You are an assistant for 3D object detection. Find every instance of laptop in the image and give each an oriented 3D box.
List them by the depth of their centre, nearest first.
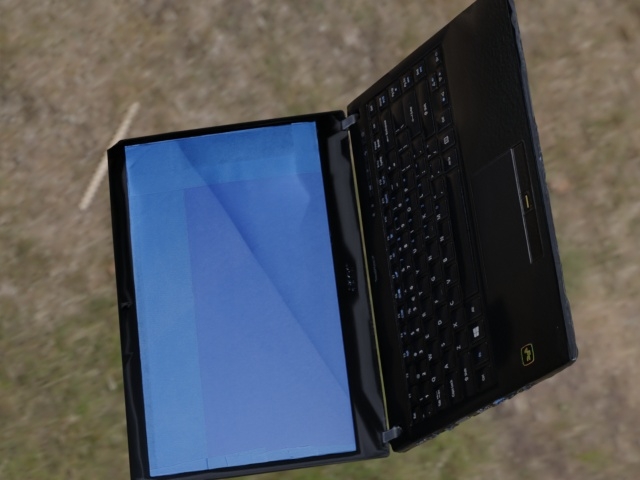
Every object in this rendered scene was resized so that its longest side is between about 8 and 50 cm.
[{"bbox_3d":[0.000,0.000,1.011,0.136,0.264,0.234,7,64,-32],"label":"laptop"}]
